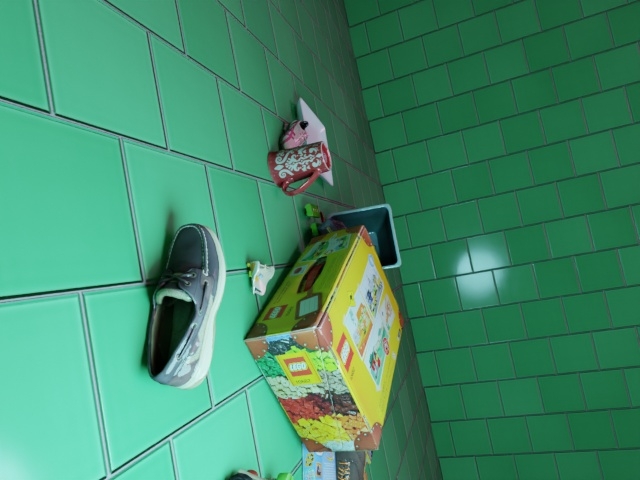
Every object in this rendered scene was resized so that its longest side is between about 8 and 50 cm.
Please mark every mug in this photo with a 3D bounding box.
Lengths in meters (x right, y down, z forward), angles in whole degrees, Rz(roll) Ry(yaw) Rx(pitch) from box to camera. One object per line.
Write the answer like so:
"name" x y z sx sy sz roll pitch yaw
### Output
"mug" -0.055 -0.217 1.317 0.113 0.170 0.150 -21 98 -72

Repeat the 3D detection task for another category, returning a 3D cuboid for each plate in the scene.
"plate" -0.027 -0.373 1.702 0.277 0.045 0.277 27 52 -68

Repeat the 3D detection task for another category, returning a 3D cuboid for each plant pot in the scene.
"plant pot" 0.172 0.016 1.758 0.252 0.248 0.246 60 21 -80

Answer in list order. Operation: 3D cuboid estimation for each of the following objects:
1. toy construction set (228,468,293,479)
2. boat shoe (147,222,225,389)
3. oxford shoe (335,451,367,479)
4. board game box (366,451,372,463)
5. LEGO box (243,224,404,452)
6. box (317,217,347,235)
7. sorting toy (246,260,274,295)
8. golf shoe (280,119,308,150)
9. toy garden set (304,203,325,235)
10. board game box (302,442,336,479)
"toy construction set" -0.062 0.506 0.715 0.308 0.238 0.257 55 29 -49
"boat shoe" -0.226 0.095 0.718 0.092 0.103 0.284 51 38 -63
"oxford shoe" 0.084 0.659 1.264 0.098 0.097 0.271 -43 124 -64
"board game box" 0.144 0.667 1.528 0.141 0.048 0.170 -56 132 -63
"LEGO box" 0.052 0.241 1.186 0.372 0.193 0.500 66 27 -19
"box" 0.088 0.015 1.511 0.183 0.059 0.233 52 11 8
"sorting toy" -0.149 0.093 1.046 0.083 0.045 0.075 32 55 -66
"golf shoe" -0.085 -0.342 1.449 0.067 0.086 0.185 60 26 -46
"toy garden set" 0.000 0.000 1.538 0.204 0.049 0.244 1 72 -76
"board game box" 0.000 0.629 1.138 0.160 0.039 0.211 51 32 -54
